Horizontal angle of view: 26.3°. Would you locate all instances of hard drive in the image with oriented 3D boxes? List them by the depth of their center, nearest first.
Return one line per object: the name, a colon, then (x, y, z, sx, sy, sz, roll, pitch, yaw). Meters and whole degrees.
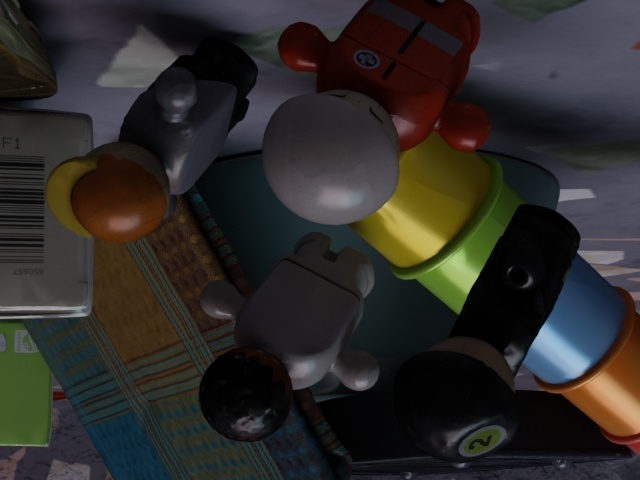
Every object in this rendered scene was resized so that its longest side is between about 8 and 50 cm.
hard drive: (0.078, 0.139, 0.970, 0.172, 0.054, 0.254, 6, 166, -29)

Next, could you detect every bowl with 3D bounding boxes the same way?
bowl: (0.031, 0.044, 1.044, 0.311, 0.163, 0.311, -2, 168, 0)

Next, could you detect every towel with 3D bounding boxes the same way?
towel: (-0.127, 0.081, 1.030, 0.040, 0.271, 0.370, -31, -176, -31)

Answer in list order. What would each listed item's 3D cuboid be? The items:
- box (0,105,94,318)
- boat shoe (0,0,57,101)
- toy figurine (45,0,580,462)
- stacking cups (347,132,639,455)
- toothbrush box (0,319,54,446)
box: (-0.211, -0.008, 0.806, 0.094, 0.113, 0.275, 1, 178, -23)
boat shoe: (-0.161, -0.098, 0.655, 0.056, 0.048, 0.153, -6, 174, 0)
toy figurine: (0.000, 0.000, 0.660, 0.209, 0.148, 0.213, -7, 124, 36)
stacking cups: (0.133, 0.046, 0.831, 0.316, 0.096, 0.096, 43, 149, -21)
toothbrush box: (-0.391, 0.107, 1.275, 0.283, 0.122, 0.206, 3, -172, -12)
